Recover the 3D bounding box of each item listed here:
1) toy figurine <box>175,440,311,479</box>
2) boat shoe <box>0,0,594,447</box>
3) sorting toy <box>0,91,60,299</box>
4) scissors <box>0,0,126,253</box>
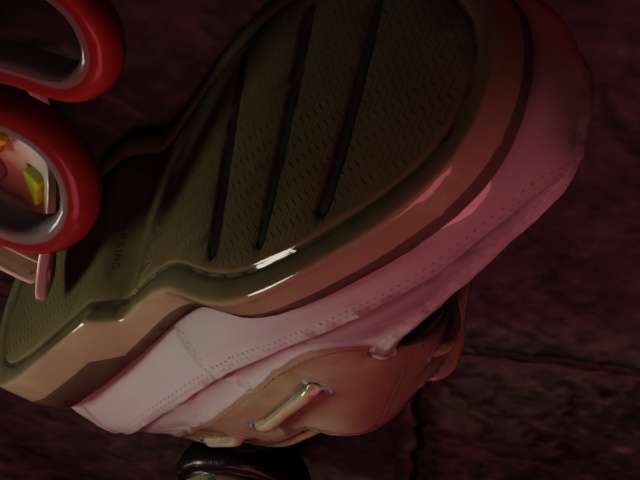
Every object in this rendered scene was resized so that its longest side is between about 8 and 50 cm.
[{"bbox_3d":[-0.033,0.191,0.911,0.213,0.148,0.209,27,150,-28],"label":"toy figurine"},{"bbox_3d":[0.000,0.000,0.634,0.103,0.113,0.302,24,156,-23],"label":"boat shoe"},{"bbox_3d":[-0.117,-0.033,0.668,0.083,0.045,0.075,26,136,11],"label":"sorting toy"},{"bbox_3d":[-0.195,-0.066,0.656,0.297,0.021,0.109,13,126,21],"label":"scissors"}]
